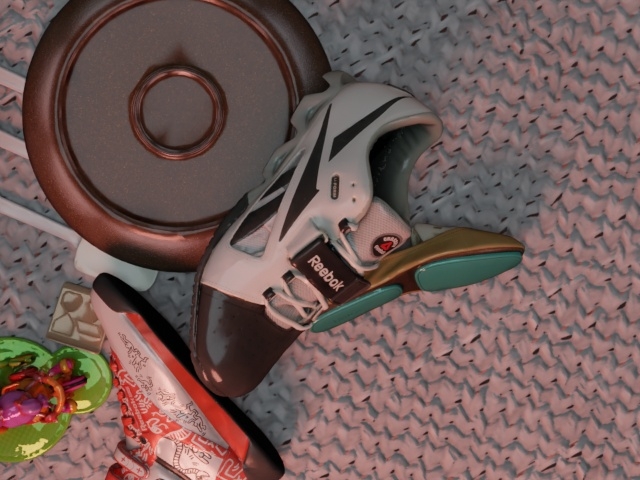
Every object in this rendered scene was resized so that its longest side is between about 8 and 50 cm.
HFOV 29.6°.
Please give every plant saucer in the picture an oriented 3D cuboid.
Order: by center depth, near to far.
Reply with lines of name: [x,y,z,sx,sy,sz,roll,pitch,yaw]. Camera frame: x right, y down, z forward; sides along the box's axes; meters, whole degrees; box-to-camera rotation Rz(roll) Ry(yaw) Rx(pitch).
plant saucer: [-0.136,-0.123,1.171,0.310,0.050,0.310,0,92,-3]

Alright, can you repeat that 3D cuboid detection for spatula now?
spatula: [-0.250,-0.067,1.202,0.242,0.019,0.168,23,96,-1]

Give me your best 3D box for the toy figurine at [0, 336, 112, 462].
toy figurine: [-0.294,0.162,1.153,0.173,0.159,0.130,-16,95,2]

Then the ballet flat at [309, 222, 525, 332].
ballet flat: [0.080,0.020,1.179,0.232,0.080,0.073,-18,66,0]

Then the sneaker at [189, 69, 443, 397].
sneaker: [0.000,0.000,1.097,0.146,0.122,0.330,19,79,41]

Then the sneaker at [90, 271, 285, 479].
sneaker: [-0.171,0.172,1.179,0.145,0.090,0.270,-39,100,3]

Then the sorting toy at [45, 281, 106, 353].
sorting toy: [-0.226,0.082,1.213,0.083,0.012,0.062,17,79,1]
